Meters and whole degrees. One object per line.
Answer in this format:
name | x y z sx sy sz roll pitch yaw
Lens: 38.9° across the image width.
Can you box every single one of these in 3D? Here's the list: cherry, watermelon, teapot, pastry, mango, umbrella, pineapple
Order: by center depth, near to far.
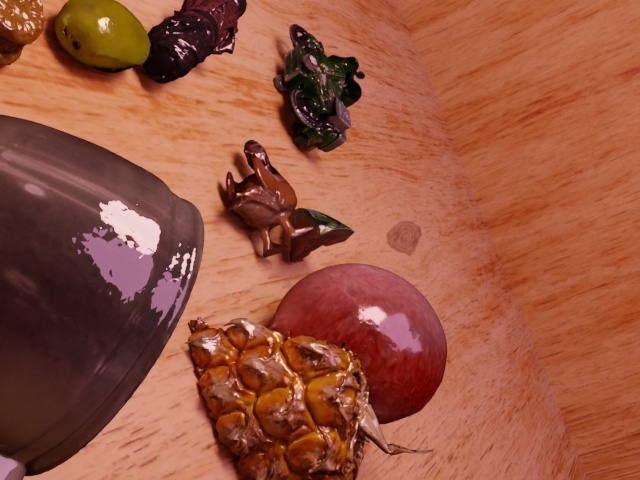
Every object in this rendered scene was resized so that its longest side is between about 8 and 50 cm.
teapot | -0.262 0.048 0.639 0.239 0.322 0.239 37 -7 -27
pastry | -0.323 -0.232 0.902 0.109 0.057 0.097 67 22 2
pineapple | -0.008 0.222 1.065 0.334 0.158 0.161 55 24 -31
mango | -0.249 -0.247 1.076 0.091 0.074 0.165 65 20 -1
cherry | 0.052 0.127 1.227 0.239 0.206 0.239 57 5 -7
umbrella | -0.175 -0.303 1.290 0.326 0.094 0.090 -69 160 -60
watermelon | 0.002 -0.011 1.351 0.155 0.101 0.080 116 -16 -70

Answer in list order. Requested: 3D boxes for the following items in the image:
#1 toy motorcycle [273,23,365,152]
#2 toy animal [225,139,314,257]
toy motorcycle | 0.003 -0.269 1.662 0.187 0.124 0.275 38 37 -36
toy animal | -0.090 -0.074 1.284 0.188 0.089 0.179 11 54 -66
